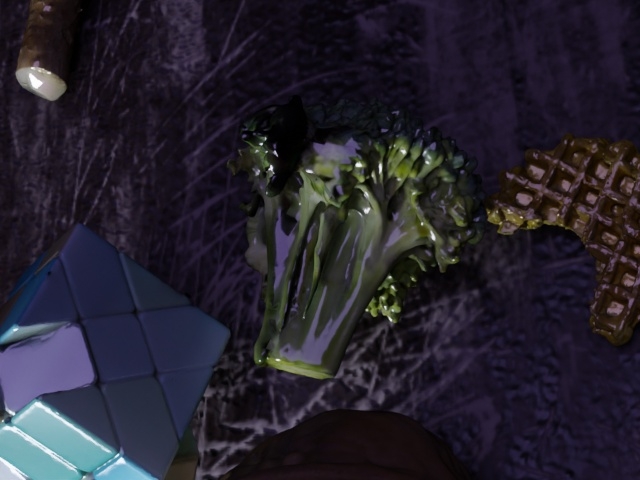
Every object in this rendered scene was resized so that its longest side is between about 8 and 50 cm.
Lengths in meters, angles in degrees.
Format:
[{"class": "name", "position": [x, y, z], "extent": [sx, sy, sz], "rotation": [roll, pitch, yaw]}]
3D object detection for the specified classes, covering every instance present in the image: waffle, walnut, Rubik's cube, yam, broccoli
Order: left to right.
[{"class": "yam", "position": [-0.266, -0.295, 1.607], "extent": [0.066, 0.066, 0.299], "rotation": [6, 78, 22]}, {"class": "Rubik's cube", "position": [-0.217, 0.136, 1.375], "extent": [0.213, 0.265, 0.224], "rotation": [-38, 20, 45]}, {"class": "broccoli", "position": [0.000, 0.000, 1.315], "extent": [0.263, 0.247, 0.243], "rotation": [0, 65, 40]}, {"class": "walnut", "position": [0.013, 0.265, 1.232], "extent": [0.273, 0.273, 0.227], "rotation": [-29, 97, 10]}, {"class": "waffle", "position": [0.242, -0.006, 1.332], "extent": [0.149, 0.051, 0.194], "rotation": [-33, 70, 9]}]
